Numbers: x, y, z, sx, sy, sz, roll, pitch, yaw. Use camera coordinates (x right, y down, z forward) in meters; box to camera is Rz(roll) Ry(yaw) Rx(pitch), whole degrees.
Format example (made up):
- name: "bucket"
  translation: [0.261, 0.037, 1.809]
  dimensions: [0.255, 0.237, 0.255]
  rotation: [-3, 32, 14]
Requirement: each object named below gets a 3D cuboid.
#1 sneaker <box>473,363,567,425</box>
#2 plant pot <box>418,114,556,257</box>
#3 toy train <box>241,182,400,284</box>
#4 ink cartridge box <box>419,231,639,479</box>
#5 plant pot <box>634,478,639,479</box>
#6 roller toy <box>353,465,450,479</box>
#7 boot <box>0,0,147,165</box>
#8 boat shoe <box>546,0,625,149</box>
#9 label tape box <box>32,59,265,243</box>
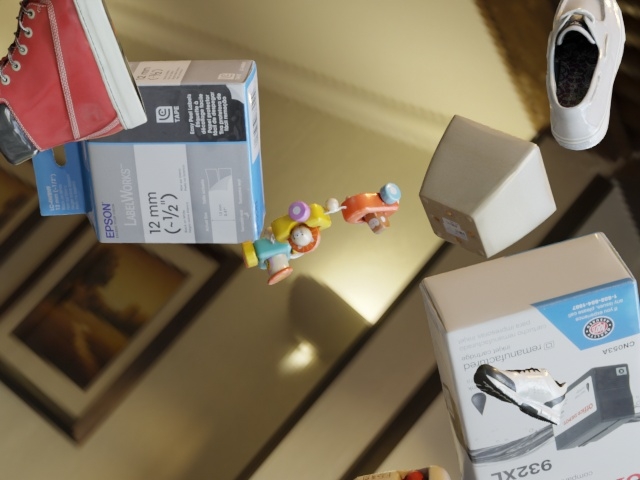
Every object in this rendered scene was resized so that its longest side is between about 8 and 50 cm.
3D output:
- name: "sneaker"
  translation: [0.182, 0.131, 1.227]
  dimensions: [0.109, 0.043, 0.040]
  rotation: [29, -10, -35]
- name: "plant pot"
  translation: [0.165, -0.048, 1.398]
  dimensions: [0.109, 0.096, 0.109]
  rotation: [26, -25, 36]
- name: "toy train"
  translation: [0.000, 0.000, 1.295]
  dimensions: [0.166, 0.125, 0.046]
  rotation: [-33, -113, 42]
- name: "ink cartridge box"
  translation: [0.262, 0.173, 1.578]
  dimensions: [0.129, 0.223, 0.307]
  rotation: [-110, -175, -61]
- name: "plant pot"
  translation: [0.294, 0.326, 1.104]
  dimensions: [0.293, 0.293, 0.235]
  rotation: [42, -53, -1]
- name: "roller toy"
  translation: [0.106, 0.390, 1.736]
  dimensions: [0.191, 0.146, 0.209]
  rotation: [75, 9, -48]
- name: "boot"
  translation: [-0.287, -0.195, 1.289]
  dimensions: [0.088, 0.176, 0.244]
  rotation: [-113, -174, -64]
- name: "boat shoe"
  translation: [0.227, -0.168, 1.189]
  dimensions: [0.066, 0.184, 0.063]
  rotation: [5, -32, 22]
- name: "label tape box"
  translation: [-0.262, -0.125, 1.940]
  dimensions: [0.115, 0.348, 0.249]
  rotation: [-84, 172, -63]
